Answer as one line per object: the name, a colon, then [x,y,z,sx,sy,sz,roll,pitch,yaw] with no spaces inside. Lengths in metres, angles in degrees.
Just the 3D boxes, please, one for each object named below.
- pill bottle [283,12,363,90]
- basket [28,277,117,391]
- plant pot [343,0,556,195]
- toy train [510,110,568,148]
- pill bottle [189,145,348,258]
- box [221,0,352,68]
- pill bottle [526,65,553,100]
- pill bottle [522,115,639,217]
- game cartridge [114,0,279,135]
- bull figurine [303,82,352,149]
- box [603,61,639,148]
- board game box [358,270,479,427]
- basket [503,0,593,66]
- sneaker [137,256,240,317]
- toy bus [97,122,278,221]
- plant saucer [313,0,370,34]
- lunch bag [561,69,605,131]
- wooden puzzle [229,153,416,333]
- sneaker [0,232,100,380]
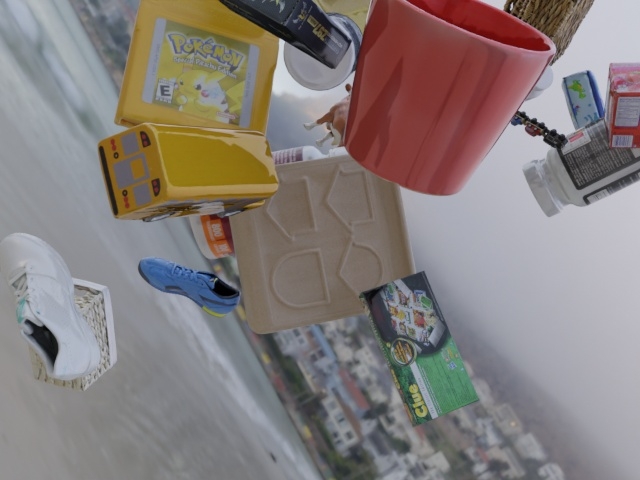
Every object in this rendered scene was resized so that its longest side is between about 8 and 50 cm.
pill bottle: [0.014,-0.356,1.672,0.130,0.130,0.246,63,14,-10]
basket: [-0.422,0.160,1.514,0.103,0.113,0.167,-57,153,-55]
plant pot: [0.163,-0.214,1.281,0.275,0.275,0.243,54,-49,48]
toy train: [0.444,-0.232,1.858,0.158,0.036,0.027,41,4,38]
pill bottle: [-0.091,-0.094,2.067,0.224,0.392,0.224,-10,90,-83]
box: [-0.085,-0.354,1.334,0.232,0.059,0.183,34,4,25]
pill bottle: [0.470,-0.367,2.097,0.087,0.087,0.160,62,-21,-7]
pill bottle: [0.590,-0.169,1.935,0.162,0.278,0.162,50,24,-32]
game cartridge: [-0.226,-0.336,1.727,0.052,0.285,0.324,143,-43,-63]
bull figurine: [0.062,-0.322,2.569,0.101,0.188,0.310,48,16,-35]
box: [0.680,-0.259,1.709,0.123,0.256,0.128,-78,165,-50]
board game box: [0.180,0.196,1.646,0.260,0.136,0.030,68,-22,12]
basket: [0.544,-0.590,2.299,0.223,0.213,0.299,41,-30,13]
sneaker: [-0.254,0.076,1.770,0.209,0.082,0.069,28,46,-13]
toy bus: [-0.169,-0.096,1.271,0.332,0.130,0.108,-7,81,-61]
plant saucer: [0.181,-0.465,1.986,0.081,0.332,0.333,93,-25,-55]
lunch bag: [0.699,-0.355,2.368,0.219,0.090,0.176,-17,92,-74]
wooden puzzle: [0.000,0.000,1.798,0.080,0.347,0.322,158,-78,-78]
sneaker: [-0.360,0.081,1.139,0.212,0.080,0.094,57,18,10]
